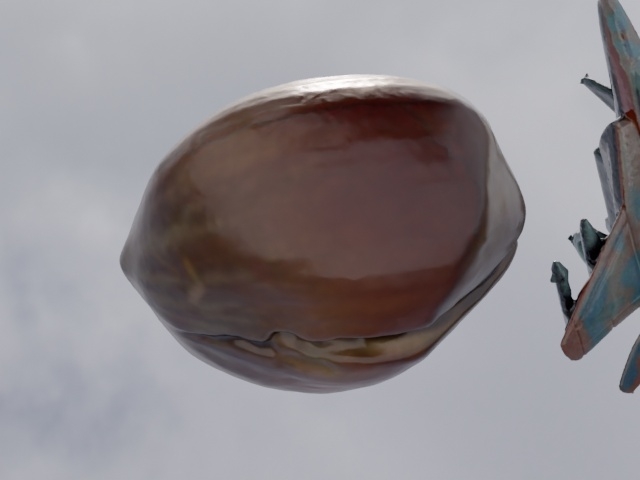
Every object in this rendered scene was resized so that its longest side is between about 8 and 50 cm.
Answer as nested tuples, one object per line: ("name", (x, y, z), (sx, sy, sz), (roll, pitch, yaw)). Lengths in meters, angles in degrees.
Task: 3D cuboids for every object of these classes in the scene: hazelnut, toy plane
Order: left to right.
("hazelnut", (0.001, 0.003, 0.952), (0.181, 0.212, 0.181), (36, -120, 23))
("toy plane", (0.227, -0.044, 1.183), (0.223, 0.326, 0.104), (-34, -149, -13))
